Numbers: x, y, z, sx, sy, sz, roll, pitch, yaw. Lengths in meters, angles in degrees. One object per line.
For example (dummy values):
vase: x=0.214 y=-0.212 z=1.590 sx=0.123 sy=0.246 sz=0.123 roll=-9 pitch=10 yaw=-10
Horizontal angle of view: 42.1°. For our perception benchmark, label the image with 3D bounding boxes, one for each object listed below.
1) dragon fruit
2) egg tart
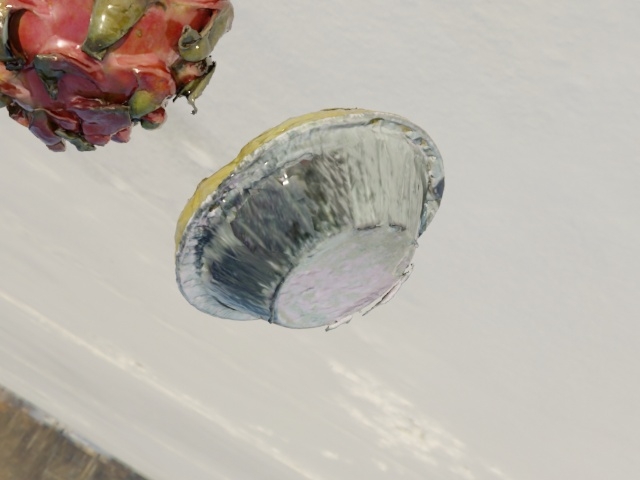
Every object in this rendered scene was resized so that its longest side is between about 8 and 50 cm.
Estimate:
dragon fruit: x=-0.237 y=-0.236 z=0.863 sx=0.269 sy=0.291 sz=0.250 roll=44 pitch=166 yaw=-29
egg tart: x=0.000 y=0.000 z=0.648 sx=0.094 sy=0.234 sz=0.234 roll=61 pitch=177 yaw=32
